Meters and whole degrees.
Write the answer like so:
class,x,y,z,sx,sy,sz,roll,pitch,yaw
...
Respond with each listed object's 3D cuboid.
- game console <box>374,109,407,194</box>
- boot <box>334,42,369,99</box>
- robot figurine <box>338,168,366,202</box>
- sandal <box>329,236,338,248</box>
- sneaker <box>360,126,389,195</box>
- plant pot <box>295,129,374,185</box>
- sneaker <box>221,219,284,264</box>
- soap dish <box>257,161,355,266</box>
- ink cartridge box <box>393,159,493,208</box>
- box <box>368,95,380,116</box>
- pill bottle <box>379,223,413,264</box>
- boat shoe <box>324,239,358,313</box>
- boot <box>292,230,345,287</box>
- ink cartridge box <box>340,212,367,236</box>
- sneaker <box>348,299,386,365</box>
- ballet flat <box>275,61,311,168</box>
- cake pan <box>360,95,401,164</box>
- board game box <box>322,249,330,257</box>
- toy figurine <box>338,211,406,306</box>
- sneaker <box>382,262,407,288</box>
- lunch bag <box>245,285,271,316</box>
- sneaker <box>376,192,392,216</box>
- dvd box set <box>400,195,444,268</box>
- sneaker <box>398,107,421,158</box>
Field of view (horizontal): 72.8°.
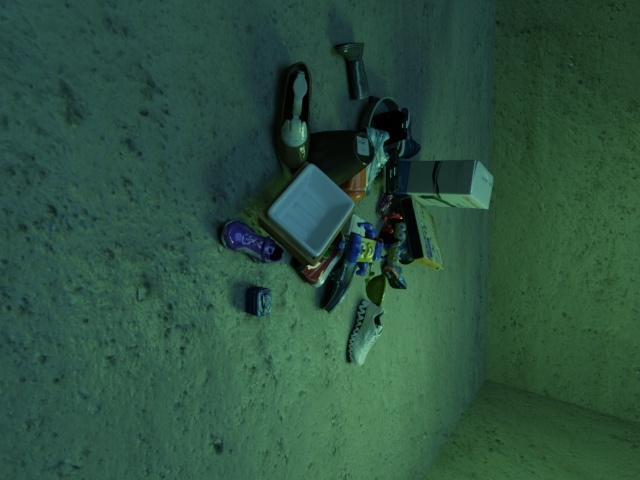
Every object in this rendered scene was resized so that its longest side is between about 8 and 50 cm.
class,x,y,z,sx,sy,sz,roll,pitch,yaw
game console,0.303,-0.374,1.881,0.213,0.044,0.361,-27,123,-44
boot,0.127,-0.653,1.684,0.189,0.076,0.208,-28,124,-45
robot figurine,0.113,-0.238,1.675,0.128,0.158,0.219,-8,103,-35
sandal,0.000,0.000,1.509,0.179,0.040,0.067,17,76,-54
sneaker,0.218,-0.310,1.751,0.122,0.110,0.283,-1,118,-11
plant pot,0.061,-0.287,1.475,0.215,0.230,0.215,8,78,-43
sneaker,-0.197,0.010,1.328,0.236,0.104,0.095,35,70,-48
soap dish,-0.044,-0.083,1.380,0.229,0.118,0.291,42,53,-8
ink cartridge box,0.574,-0.264,2.057,0.285,0.395,0.166,15,84,-52
box,0.231,-0.572,1.865,0.067,0.018,0.083,-8,102,-52
pill bottle,0.376,0.025,2.070,0.219,0.123,0.123,45,60,-46
boat shoe,0.080,0.141,1.748,0.099,0.116,0.319,30,74,-5
boot,-0.007,0.029,1.599,0.176,0.088,0.244,51,60,-42
ink cartridge box,0.136,-0.055,1.798,0.122,0.052,0.088,25,75,-53
sneaker,0.207,0.415,1.918,0.110,0.118,0.292,24,78,-54
ballet flat,-0.077,-0.407,1.386,0.116,0.124,0.342,7,89,-9
cake pan,0.262,-0.470,1.872,0.293,0.054,0.293,-23,119,-48
board game box,-0.022,-0.070,1.541,0.136,0.030,0.260,8,77,-43
toy figurine,0.152,0.053,1.634,0.217,0.191,0.362,8,101,-23
sneaker,0.378,0.171,2.136,0.221,0.083,0.087,55,47,-45
lunch bag,-0.194,0.192,1.392,0.067,0.065,0.098,-9,103,-52
sneaker,0.296,-0.165,1.987,0.047,0.057,0.119,35,70,-52
dvd box set,0.515,-0.024,2.168,0.420,0.062,0.307,20,59,-61
sneaker,0.410,-0.498,2.049,0.163,0.086,0.226,-1,103,-45
